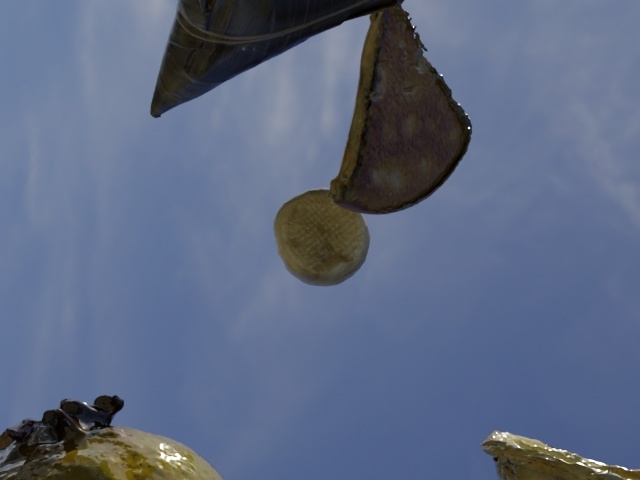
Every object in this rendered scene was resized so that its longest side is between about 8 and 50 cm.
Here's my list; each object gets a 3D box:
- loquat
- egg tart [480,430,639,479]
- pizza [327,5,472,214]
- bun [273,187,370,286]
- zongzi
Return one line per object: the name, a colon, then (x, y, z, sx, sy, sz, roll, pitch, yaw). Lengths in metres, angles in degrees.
loquat: (-0.157, 0.220, 1.005, 0.244, 0.244, 0.244, -28, -128, 43)
egg tart: (0.255, 0.250, 1.502, 0.212, 0.212, 0.090, 11, -98, 55)
pizza: (0.052, -0.104, 1.197, 0.036, 0.176, 0.184, 2, -149, 37)
bun: (0.000, 0.000, 1.303, 0.055, 0.086, 0.086, 123, -24, -72)
zongzi: (-0.022, -0.159, 1.101, 0.184, 0.187, 0.084, 114, -39, -48)
